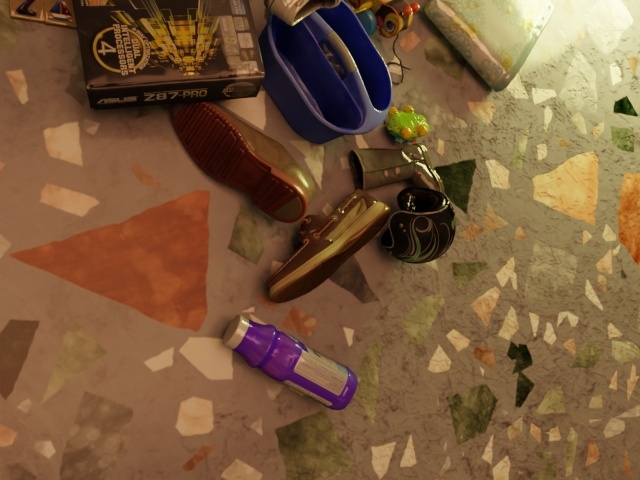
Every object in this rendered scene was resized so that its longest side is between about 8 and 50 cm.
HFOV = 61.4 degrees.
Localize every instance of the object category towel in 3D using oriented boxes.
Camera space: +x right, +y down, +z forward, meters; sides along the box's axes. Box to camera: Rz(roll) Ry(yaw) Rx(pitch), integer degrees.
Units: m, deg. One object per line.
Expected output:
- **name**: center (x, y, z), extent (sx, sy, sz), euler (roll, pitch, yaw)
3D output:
- **towel**: center (0.483, -0.652, 1.529), extent (0.320, 0.090, 0.375), euler (39, 67, -13)

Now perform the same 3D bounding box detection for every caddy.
- **caddy**: center (0.011, -0.381, 1.188), extent (0.241, 0.179, 0.341), euler (-40, 100, -27)

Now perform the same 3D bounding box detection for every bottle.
- **bottle**: center (-0.061, 0.244, 1.087), extent (0.282, 0.118, 0.092), euler (33, 78, -18)

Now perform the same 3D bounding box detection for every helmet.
- **helmet**: center (0.225, -0.026, 1.246), extent (0.169, 0.169, 0.162), euler (-25, 129, -28)

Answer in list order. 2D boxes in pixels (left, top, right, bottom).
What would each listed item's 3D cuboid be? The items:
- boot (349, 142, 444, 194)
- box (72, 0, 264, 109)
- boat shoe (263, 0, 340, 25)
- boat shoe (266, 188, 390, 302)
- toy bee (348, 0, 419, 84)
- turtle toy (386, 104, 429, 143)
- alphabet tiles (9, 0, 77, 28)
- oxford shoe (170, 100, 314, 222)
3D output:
- **boot**: center (0.185, -0.148, 1.300), extent (0.208, 0.076, 0.190), euler (-14, 75, -35)
- **box**: center (-0.301, -0.455, 1.021), extent (0.317, 0.097, 0.396), euler (-8, 80, -20)
- **boat shoe**: center (0.008, -0.516, 1.091), extent (0.088, 0.096, 0.267), euler (47, 60, 4)
- **boat shoe**: center (0.000, 0.000, 1.174), extent (0.342, 0.123, 0.123), euler (-39, 71, -21)
- **toy bee**: center (0.165, -0.561, 1.307), extent (0.298, 0.162, 0.195), euler (38, 65, -17)
- **turtle toy**: center (0.219, -0.282, 1.341), extent (0.130, 0.066, 0.095), euler (-12, 61, -27)
- **alphabet tiles**: center (-0.507, -0.579, 1.047), extent (0.284, 0.011, 0.343), euler (-1, 83, -27)
- **oxford shoe**: center (-0.158, -0.183, 1.128), extent (0.348, 0.123, 0.130), euler (43, 34, -10)
